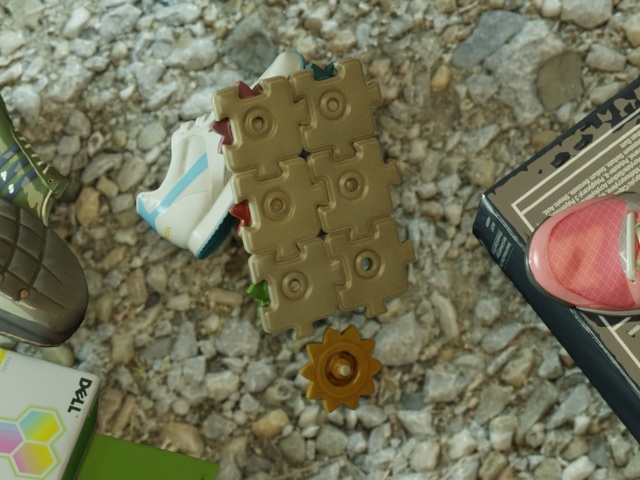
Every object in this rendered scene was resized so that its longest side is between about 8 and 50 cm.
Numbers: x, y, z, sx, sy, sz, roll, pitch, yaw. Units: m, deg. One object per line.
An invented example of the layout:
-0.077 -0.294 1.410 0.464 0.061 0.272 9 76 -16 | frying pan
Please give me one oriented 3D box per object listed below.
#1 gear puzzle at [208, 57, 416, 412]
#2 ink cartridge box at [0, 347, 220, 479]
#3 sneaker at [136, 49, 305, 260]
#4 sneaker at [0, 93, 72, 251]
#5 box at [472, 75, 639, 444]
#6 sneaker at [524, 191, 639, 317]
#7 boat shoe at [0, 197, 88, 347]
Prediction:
0.000 0.000 1.918 0.175 0.044 0.339 -16 100 -22 | gear puzzle
-0.235 0.221 1.851 0.255 0.097 0.188 15 50 3 | ink cartridge box
-0.092 -0.098 1.957 0.092 0.087 0.228 31 79 8 | sneaker
-0.291 -0.061 1.963 0.086 0.064 0.192 -8 84 -1 | sneaker
0.347 0.004 1.882 0.296 0.183 0.294 -36 80 -5 | box
0.336 0.000 1.723 0.314 0.136 0.116 0 79 1 | sneaker
-0.371 0.022 1.901 0.355 0.130 0.132 26 37 23 | boat shoe
